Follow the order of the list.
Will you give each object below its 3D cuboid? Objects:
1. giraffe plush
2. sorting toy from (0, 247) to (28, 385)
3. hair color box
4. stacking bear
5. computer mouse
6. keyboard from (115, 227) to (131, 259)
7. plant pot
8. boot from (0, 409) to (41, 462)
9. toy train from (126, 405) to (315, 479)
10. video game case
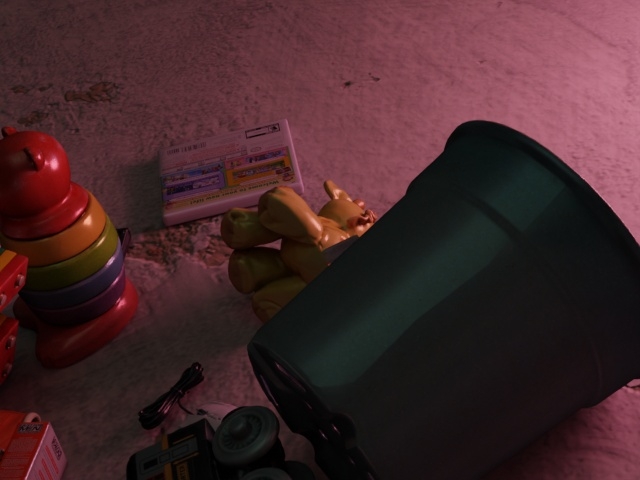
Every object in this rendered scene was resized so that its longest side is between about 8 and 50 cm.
[{"bbox_3d":[0.000,0.000,1.648,0.210,0.181,0.170,-6,14,29],"label":"giraffe plush"},{"bbox_3d":[-0.444,0.131,1.520,0.089,0.257,0.255,20,33,5],"label":"sorting toy"},{"bbox_3d":[-0.336,0.281,1.444,0.043,0.072,0.141,-3,37,14],"label":"hair color box"},{"bbox_3d":[-0.352,-0.010,1.650,0.164,0.289,0.175,-26,38,-16],"label":"stacking bear"},{"bbox_3d":[-0.127,0.211,1.490,0.106,0.042,0.193,-37,42,-29],"label":"computer mouse"},{"bbox_3d":[-0.365,0.013,1.852,0.180,0.023,0.108,-5,44,11],"label":"keyboard"},{"bbox_3d":[0.126,0.105,1.331,0.334,0.341,0.341,-36,41,-16],"label":"plant pot"},{"bbox_3d":[-0.384,0.258,1.505,0.084,0.059,0.158,-2,37,9],"label":"boot"},{"bbox_3d":[-0.093,0.311,1.281,0.190,0.142,0.334,-25,38,6],"label":"toy train"},{"bbox_3d":[-0.140,-0.105,1.931,0.212,0.023,0.193,-13,36,0],"label":"video game case"}]
